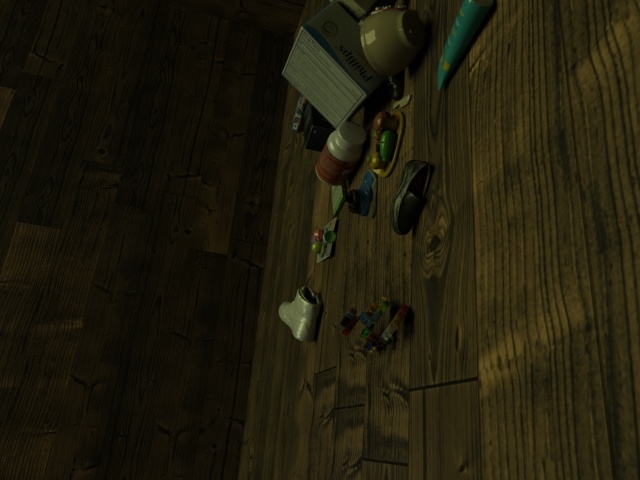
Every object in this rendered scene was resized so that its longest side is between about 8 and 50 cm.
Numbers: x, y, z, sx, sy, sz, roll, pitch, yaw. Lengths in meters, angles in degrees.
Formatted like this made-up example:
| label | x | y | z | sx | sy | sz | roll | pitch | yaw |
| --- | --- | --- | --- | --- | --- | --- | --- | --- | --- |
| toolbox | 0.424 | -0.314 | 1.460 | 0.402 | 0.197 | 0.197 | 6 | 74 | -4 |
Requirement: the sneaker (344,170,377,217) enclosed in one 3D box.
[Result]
| label | x | y | z | sx | sy | sz | roll | pitch | yaw |
| --- | --- | --- | --- | --- | --- | --- | --- | --- | --- |
| sneaker | 0.111 | -0.139 | 1.464 | 0.058 | 0.085 | 0.152 | 125 | 152 | -61 |

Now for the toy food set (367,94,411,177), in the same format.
| label | x | y | z | sx | sy | sz | roll | pitch | yaw |
| --- | --- | --- | --- | --- | --- | --- | --- | --- | --- |
| toy food set | 0.165 | -0.281 | 1.379 | 0.128 | 0.071 | 0.218 | -140 | 62 | -75 |

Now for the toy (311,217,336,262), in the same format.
| label | x | y | z | sx | sy | sz | roll | pitch | yaw |
| --- | --- | --- | --- | --- | --- | --- | --- | --- | --- |
| toy | 0.000 | 0.000 | 1.886 | 0.237 | 0.056 | 0.137 | 152 | 129 | -73 |

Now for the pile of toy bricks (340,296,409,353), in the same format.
| label | x | y | z | sx | sy | sz | roll | pitch | yaw |
| --- | --- | --- | --- | --- | --- | --- | --- | --- | --- |
| pile of toy bricks | 0.127 | 0.171 | 1.166 | 0.105 | 0.118 | 0.212 | -50 | -9 | -24 |

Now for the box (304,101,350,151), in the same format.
| label | x | y | z | sx | sy | sz | roll | pitch | yaw |
| --- | --- | --- | --- | --- | --- | --- | --- | --- | --- |
| box | 0.024 | -0.424 | 1.901 | 0.108 | 0.153 | 0.207 | 114 | 162 | -46 |

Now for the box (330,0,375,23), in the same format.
| label | x | y | z | sx | sy | sz | roll | pitch | yaw |
| --- | --- | --- | --- | --- | --- | --- | --- | --- | --- |
| box | 0.155 | -0.766 | 1.476 | 0.275 | 0.113 | 0.094 | -52 | 11 | -7 |

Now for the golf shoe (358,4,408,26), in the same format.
| label | x | y | z | sx | sy | sz | roll | pitch | yaw |
| --- | --- | --- | --- | --- | --- | --- | --- | --- | --- |
| golf shoe | 0.183 | -0.598 | 1.521 | 0.306 | 0.115 | 0.140 | -138 | 42 | -76 |

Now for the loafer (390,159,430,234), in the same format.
| label | x | y | z | sx | sy | sz | roll | pitch | yaw |
| --- | --- | --- | --- | --- | --- | --- | --- | --- | --- |
| loafer | 0.197 | -0.093 | 1.130 | 0.061 | 0.062 | 0.170 | -157 | 77 | -72 |

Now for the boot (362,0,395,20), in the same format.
| label | x | y | z | sx | sy | sz | roll | pitch | yaw |
| --- | --- | --- | --- | --- | --- | --- | --- | --- | --- |
| boot | 0.183 | -0.775 | 1.680 | 0.246 | 0.083 | 0.161 | 118 | 164 | -49 |

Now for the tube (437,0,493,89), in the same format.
| label | x | y | z | sx | sy | sz | roll | pitch | yaw |
| --- | --- | --- | --- | --- | --- | --- | --- | --- | --- |
| tube | 0.282 | -0.409 | 1.058 | 0.207 | 0.052 | 0.080 | 111 | 174 | -60 |

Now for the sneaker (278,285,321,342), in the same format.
| label | x | y | z | sx | sy | sz | roll | pitch | yaw |
| --- | --- | --- | --- | --- | --- | --- | --- | --- | --- |
| sneaker | -0.068 | 0.240 | 1.906 | 0.292 | 0.108 | 0.169 | -146 | 68 | -65 |

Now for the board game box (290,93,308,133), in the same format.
| label | x | y | z | sx | sy | sz | roll | pitch | yaw |
| --- | --- | --- | --- | --- | --- | --- | --- | --- | --- |
| board game box | -0.017 | -0.534 | 2.085 | 0.243 | 0.042 | 0.165 | -32 | -33 | -51 |

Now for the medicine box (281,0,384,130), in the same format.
| label | x | y | z | sx | sy | sz | roll | pitch | yaw |
| --- | --- | --- | --- | --- | --- | --- | --- | --- | --- |
| medicine box | 0.048 | -0.518 | 1.574 | 0.149 | 0.263 | 0.289 | -46 | 5 | -18 |

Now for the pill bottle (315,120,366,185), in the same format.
| label | x | y | z | sx | sy | sz | roll | pitch | yaw |
| --- | --- | --- | --- | --- | --- | --- | --- | --- | --- |
| pill bottle | 0.067 | -0.281 | 1.677 | 0.216 | 0.121 | 0.121 | 122 | 155 | -57 |

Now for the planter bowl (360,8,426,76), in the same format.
| label | x | y | z | sx | sy | sz | roll | pitch | yaw |
| --- | --- | --- | --- | --- | --- | --- | --- | --- | --- |
| planter bowl | 0.195 | -0.508 | 1.299 | 0.109 | 0.162 | 0.162 | -9 | 68 | 47 |

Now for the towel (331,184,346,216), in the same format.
| label | x | y | z | sx | sy | sz | roll | pitch | yaw |
| --- | --- | --- | --- | --- | --- | --- | --- | --- | --- |
| towel | 0.066 | -0.172 | 1.829 | 0.113 | 0.023 | 0.152 | 113 | 160 | -49 |

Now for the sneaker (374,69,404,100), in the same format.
| label | x | y | z | sx | sy | sz | roll | pitch | yaw |
| --- | --- | --- | --- | --- | --- | --- | --- | --- | --- |
| sneaker | 0.181 | -0.465 | 1.414 | 0.051 | 0.089 | 0.170 | 135 | 144 | -67 |
